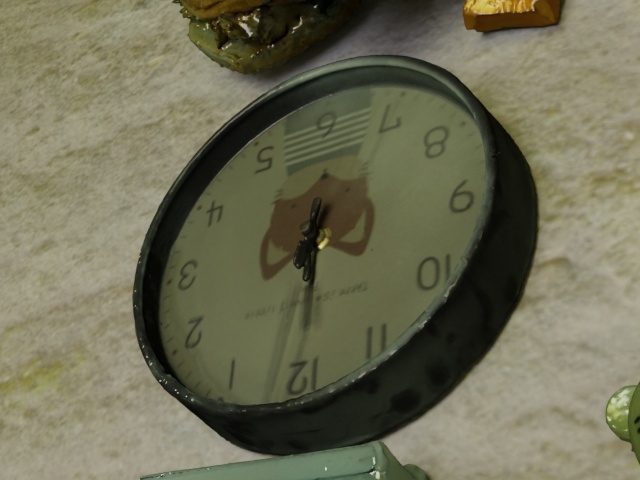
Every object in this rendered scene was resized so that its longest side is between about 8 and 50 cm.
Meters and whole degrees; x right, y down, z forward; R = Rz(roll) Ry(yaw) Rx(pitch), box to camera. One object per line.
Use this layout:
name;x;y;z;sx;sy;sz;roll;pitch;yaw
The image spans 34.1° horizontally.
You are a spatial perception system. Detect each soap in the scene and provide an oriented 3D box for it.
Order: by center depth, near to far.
soap;-0.033;0.199;0.663;0.199;0.063;0.114;-14;53;30

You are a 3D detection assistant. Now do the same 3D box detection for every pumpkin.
pumpkin;0.157;-0.207;0.832;0.074;0.054;0.083;4;81;32

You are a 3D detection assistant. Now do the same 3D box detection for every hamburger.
hamburger;-0.036;-0.259;0.972;0.215;0.122;0.189;-44;46;-8

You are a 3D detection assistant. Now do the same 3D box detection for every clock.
clock;0.000;0.000;0.787;0.325;0.067;0.325;-20;48;24

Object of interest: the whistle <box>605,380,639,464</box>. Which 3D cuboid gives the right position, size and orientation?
whistle;0.218;0.133;0.505;0.105;0.085;0.227;-38;43;21
